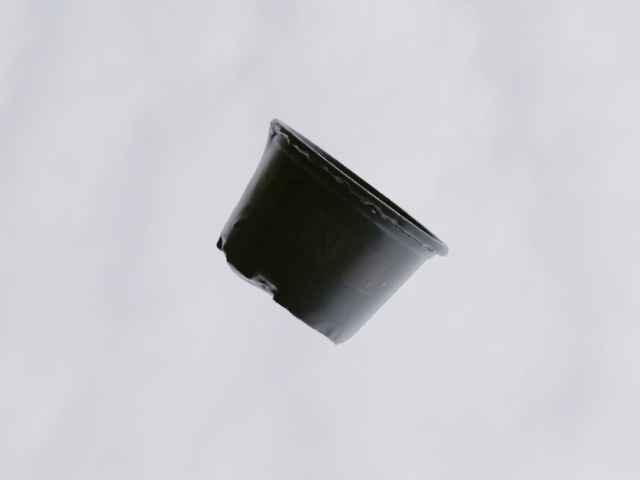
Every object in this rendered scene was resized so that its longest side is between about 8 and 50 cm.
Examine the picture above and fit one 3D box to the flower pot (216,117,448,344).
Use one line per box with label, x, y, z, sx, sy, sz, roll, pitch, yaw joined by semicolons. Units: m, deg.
flower pot;0.000;0.000;1.163;0.157;0.157;0.107;39;-87;36
